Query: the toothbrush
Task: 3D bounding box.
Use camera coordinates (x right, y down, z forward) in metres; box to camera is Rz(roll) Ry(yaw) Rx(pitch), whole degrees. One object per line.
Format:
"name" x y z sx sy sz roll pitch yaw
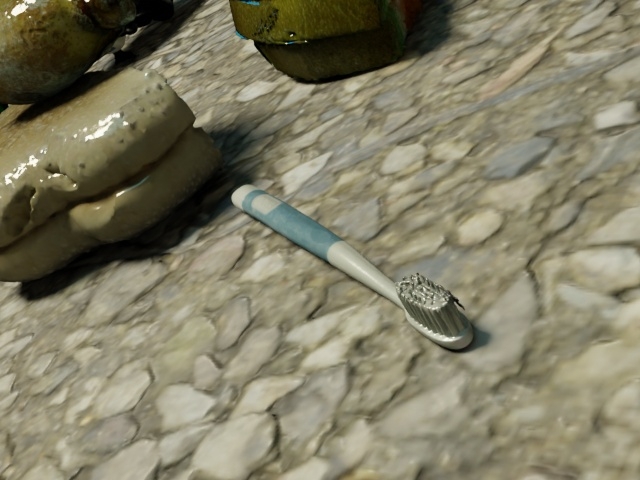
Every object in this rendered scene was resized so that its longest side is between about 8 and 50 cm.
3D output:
"toothbrush" 0.000 0.000 0.493 0.019 0.025 0.276 -38 27 -11

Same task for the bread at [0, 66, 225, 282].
"bread" -0.219 -0.055 0.737 0.183 0.102 0.337 -42 27 -19

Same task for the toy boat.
"toy boat" -0.271 -0.316 1.203 0.141 0.140 0.269 -15 30 31

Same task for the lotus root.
"lotus root" -0.209 -0.161 0.696 0.192 0.088 0.113 -10 29 44

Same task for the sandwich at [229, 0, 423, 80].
"sandwich" 0.004 -0.196 0.777 0.235 0.079 0.159 4 33 45

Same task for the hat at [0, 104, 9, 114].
"hat" -0.417 -0.077 0.839 0.274 0.242 0.332 -2 38 -29
